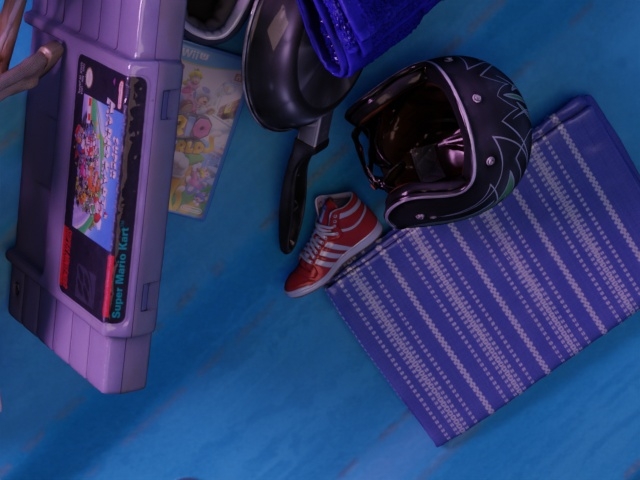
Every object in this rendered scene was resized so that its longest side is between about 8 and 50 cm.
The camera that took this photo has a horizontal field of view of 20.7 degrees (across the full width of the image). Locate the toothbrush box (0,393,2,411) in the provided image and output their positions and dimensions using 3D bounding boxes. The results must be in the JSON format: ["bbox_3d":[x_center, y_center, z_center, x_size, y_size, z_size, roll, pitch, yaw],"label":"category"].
[{"bbox_3d":[-0.442,0.073,1.562,0.283,0.122,0.206,-10,137,-12],"label":"toothbrush box"}]

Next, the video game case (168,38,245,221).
[{"bbox_3d":[-0.142,-0.110,1.672,0.119,0.015,0.166,15,103,-17],"label":"video game case"}]

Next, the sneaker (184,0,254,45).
[{"bbox_3d":[-0.124,-0.306,1.539,0.099,0.153,0.282,-15,110,-9],"label":"sneaker"}]

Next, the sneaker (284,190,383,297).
[{"bbox_3d":[0.000,0.000,1.721,0.118,0.042,0.067,-41,125,-7],"label":"sneaker"}]

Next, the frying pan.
[{"bbox_3d":[-0.021,-0.129,1.616,0.197,0.053,0.326,-6,114,-60],"label":"frying pan"}]

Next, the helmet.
[{"bbox_3d":[0.121,-0.096,1.655,0.161,0.169,0.169,-25,112,14],"label":"helmet"}]

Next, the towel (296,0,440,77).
[{"bbox_3d":[0.082,-0.313,1.554,0.308,0.076,0.228,-39,117,-33],"label":"towel"}]

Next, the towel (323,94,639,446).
[{"bbox_3d":[0.194,0.032,1.792,0.336,0.040,0.243,-35,113,2],"label":"towel"}]

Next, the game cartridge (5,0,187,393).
[{"bbox_3d":[-0.206,-0.065,1.556,0.068,0.230,0.355,-1,108,-29],"label":"game cartridge"}]

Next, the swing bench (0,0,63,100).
[{"bbox_3d":[-0.343,-0.175,1.426,0.165,0.253,0.255,20,127,22],"label":"swing bench"}]
